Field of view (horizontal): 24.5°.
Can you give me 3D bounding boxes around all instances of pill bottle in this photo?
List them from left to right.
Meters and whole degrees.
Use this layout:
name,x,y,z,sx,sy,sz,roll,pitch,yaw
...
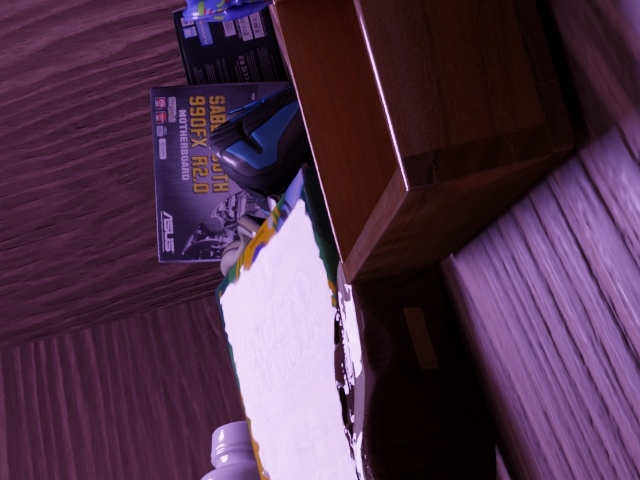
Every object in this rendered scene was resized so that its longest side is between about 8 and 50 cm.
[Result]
name,x,y,z,sx,sy,sz,roll,pitch,yaw
pill bottle,-0.073,0.312,1.579,0.124,0.124,0.221,83,-176,-61

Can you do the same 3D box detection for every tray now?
name,x,y,z,sx,sy,sz,roll,pitch,yaw
tray,0.033,-0.100,0.761,0.411,0.076,0.203,114,142,-83

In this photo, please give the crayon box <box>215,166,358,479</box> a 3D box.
name,x,y,z,sx,sy,sz,roll,pitch,yaw
crayon box,0.019,0.129,1.168,0.203,0.083,0.323,-53,47,50

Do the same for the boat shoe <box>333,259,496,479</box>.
name,x,y,z,sx,sy,sz,roll,pitch,yaw
boat shoe,0.056,0.119,1.001,0.095,0.095,0.257,114,157,-50

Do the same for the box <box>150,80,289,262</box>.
name,x,y,z,sx,sy,sz,roll,pitch,yaw
box,-0.125,-0.089,1.934,0.056,0.183,0.231,-55,-37,-88

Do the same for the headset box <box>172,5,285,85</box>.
name,x,y,z,sx,sy,sz,roll,pitch,yaw
headset box,-0.117,-0.199,2.112,0.283,0.131,0.246,135,121,-86

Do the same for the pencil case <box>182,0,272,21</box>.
name,x,y,z,sx,sy,sz,roll,pitch,yaw
pencil case,-0.134,-0.401,1.703,0.133,0.119,0.306,-122,18,-71

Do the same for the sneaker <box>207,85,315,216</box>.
name,x,y,z,sx,sy,sz,roll,pitch,yaw
sneaker,-0.033,-0.087,1.585,0.341,0.125,0.140,-74,-39,-81

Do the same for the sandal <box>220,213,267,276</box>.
name,x,y,z,sx,sy,sz,roll,pitch,yaw
sandal,-0.054,0.033,1.769,0.303,0.120,0.086,130,150,-74

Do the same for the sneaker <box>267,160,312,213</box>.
name,x,y,z,sx,sy,sz,roll,pitch,yaw
sneaker,0.008,0.031,1.365,0.268,0.101,0.153,-106,1,-59
